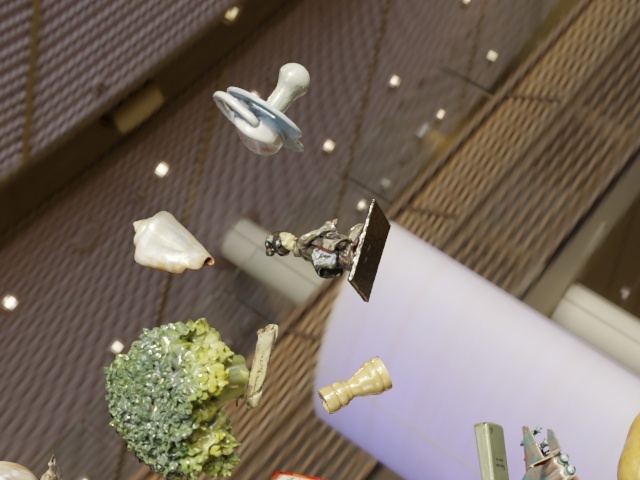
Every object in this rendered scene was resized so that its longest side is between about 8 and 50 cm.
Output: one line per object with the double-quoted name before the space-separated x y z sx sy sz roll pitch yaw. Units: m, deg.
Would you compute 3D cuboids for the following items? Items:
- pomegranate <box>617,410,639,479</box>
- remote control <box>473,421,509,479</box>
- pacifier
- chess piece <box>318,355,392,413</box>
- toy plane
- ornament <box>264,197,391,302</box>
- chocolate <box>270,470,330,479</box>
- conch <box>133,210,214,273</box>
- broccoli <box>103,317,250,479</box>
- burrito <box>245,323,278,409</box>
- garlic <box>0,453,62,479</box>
"pomegranate" 0.623 0.385 1.735 0.410 0.410 0.410 -45 -25 -28
"remote control" 0.377 0.537 2.488 0.123 0.038 0.285 24 -122 -62
"pacifier" -0.114 -0.322 2.695 0.226 0.238 0.287 -54 -11 -10
"chess piece" 0.059 0.256 2.002 0.122 0.066 0.066 -26 -30 -11
"toy plane" 0.452 0.497 2.346 0.104 0.223 0.326 -22 -22 -14
"ornament" 0.000 0.000 2.028 0.166 0.196 0.153 55 -131 -68
"chocolate" -0.005 0.635 2.486 0.108 0.237 0.234 -42 -47 -57
"conch" -0.283 0.014 2.150 0.094 0.176 0.104 -54 -12 27
"broccoli" -0.276 0.300 2.333 0.281 0.293 0.347 -8 -63 -42
"burrito" -0.123 0.262 2.379 0.041 0.045 0.185 6 -72 -24
"garlic" -0.525 0.415 1.929 0.207 0.256 0.207 -19 -38 -16
